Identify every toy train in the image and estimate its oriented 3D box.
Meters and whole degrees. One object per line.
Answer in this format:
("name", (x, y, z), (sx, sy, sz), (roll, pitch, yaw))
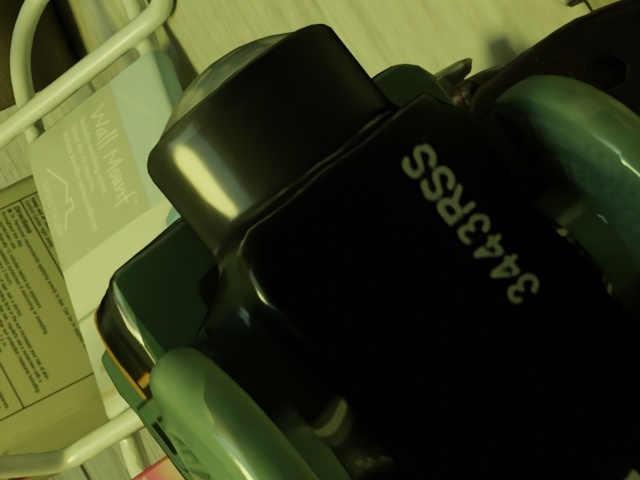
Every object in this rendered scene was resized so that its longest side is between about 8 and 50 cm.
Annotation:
("toy train", (0.073, 0.099, 0.428), (0.334, 0.142, 0.190), (51, 167, 0))

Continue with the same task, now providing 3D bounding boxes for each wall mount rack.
("wall mount rack", (-0.101, -0.029, 0.923), (0.304, 0.130, 0.350), (-34, 67, 34))

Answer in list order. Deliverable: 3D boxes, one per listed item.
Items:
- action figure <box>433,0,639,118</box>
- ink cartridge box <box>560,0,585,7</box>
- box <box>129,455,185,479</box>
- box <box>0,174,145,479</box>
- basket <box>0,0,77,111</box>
("action figure", (0.082, 0.017, 0.599), (0.185, 0.099, 0.285), (55, 164, 6))
("ink cartridge box", (0.059, -0.141, 0.512), (0.122, 0.052, 0.088), (53, 159, 32))
("box", (0.041, 0.211, 0.777), (0.300, 0.154, 0.142), (58, -164, 14))
("box", (-0.175, 0.057, 1.097), (0.149, 0.232, 0.127), (59, 163, 17))
("basket", (-0.263, -0.189, 1.160), (0.227, 0.154, 0.204), (65, 163, -13))
